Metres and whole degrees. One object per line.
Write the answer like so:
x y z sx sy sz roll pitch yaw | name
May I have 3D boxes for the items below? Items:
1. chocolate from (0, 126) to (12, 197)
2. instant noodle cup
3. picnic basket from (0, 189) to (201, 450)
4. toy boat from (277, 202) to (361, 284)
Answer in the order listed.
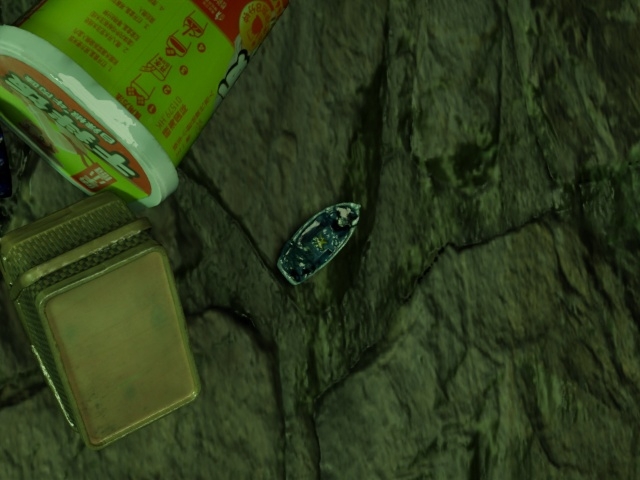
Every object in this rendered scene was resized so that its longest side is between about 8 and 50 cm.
-0.507 -0.043 1.488 0.343 0.126 0.148 -25 104 -19 | chocolate
-0.206 -0.233 1.548 0.294 0.294 0.308 44 69 -16 | instant noodle cup
-0.250 0.093 1.530 0.165 0.139 0.267 -26 130 -20 | picnic basket
0.000 0.000 1.723 0.137 0.061 0.060 -43 104 -17 | toy boat
